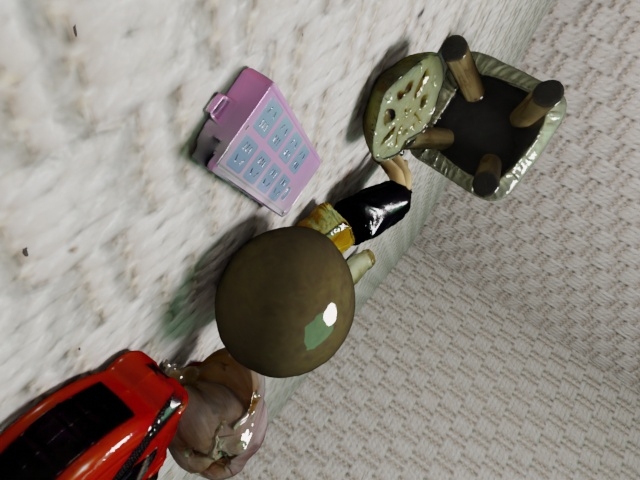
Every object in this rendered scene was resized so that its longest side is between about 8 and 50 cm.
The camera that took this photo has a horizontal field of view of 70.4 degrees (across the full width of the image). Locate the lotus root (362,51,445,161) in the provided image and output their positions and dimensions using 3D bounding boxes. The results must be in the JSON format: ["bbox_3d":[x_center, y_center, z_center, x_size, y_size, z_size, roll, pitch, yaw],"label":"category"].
[{"bbox_3d":[0.137,-0.248,0.824,0.183,0.078,0.203,-26,144,-37],"label":"lotus root"}]

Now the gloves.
[{"bbox_3d":[0.131,-0.104,1.037,0.197,0.152,0.300,-32,-155,54],"label":"gloves"}]

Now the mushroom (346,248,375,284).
[{"bbox_3d":[0.075,0.133,1.514,0.312,0.081,0.099,-41,158,-32],"label":"mushroom"}]

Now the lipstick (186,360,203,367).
[{"bbox_3d":[-0.200,0.295,0.936,0.073,0.073,0.279,-53,160,-9],"label":"lipstick"}]

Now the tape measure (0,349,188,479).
[{"bbox_3d":[-0.288,0.278,0.550,0.260,0.114,0.253,-32,153,-58],"label":"tape measure"}]

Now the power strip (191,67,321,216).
[{"bbox_3d":[-0.064,-0.103,0.563,0.109,0.038,0.279,-55,166,0],"label":"power strip"}]

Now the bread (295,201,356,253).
[{"bbox_3d":[0.000,0.000,0.899,0.128,0.069,0.140,-41,156,-2],"label":"bread"}]

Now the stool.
[{"bbox_3d":[0.371,-0.280,1.062,0.310,0.310,0.226,-60,161,16],"label":"stool"}]

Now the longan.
[{"bbox_3d":[-0.046,0.091,0.710,0.248,0.248,0.248,-50,166,-18],"label":"longan"}]

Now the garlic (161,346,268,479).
[{"bbox_3d":[-0.188,0.261,0.694,0.207,0.207,0.256,-52,166,-13],"label":"garlic"}]
